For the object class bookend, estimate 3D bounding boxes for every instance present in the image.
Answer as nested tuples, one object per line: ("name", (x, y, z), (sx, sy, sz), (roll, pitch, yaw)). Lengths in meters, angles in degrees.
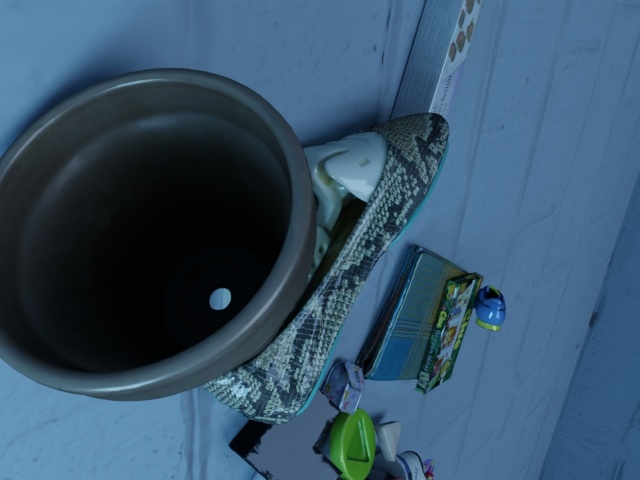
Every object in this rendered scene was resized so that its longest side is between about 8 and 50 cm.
("bookend", (-0.024, 0.300, 0.832), (0.156, 0.072, 0.157), (47, 67, -16))

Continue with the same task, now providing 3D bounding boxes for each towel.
("towel", (0.217, 0.167, 1.158), (0.370, 0.040, 0.271), (21, 94, -56))

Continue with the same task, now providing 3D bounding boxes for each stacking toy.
("stacking toy", (0.047, 0.478, 1.085), (0.309, 0.130, 0.279), (32, 56, -51))

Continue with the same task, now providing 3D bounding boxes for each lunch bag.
("lunch bag", (0.044, 0.257, 0.974), (0.071, 0.053, 0.083), (41, 67, -54))

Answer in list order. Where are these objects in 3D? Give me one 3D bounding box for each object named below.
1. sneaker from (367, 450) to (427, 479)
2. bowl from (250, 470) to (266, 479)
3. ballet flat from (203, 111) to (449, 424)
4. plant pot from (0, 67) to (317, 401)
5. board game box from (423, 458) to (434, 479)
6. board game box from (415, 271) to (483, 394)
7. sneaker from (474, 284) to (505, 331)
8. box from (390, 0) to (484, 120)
("sneaker", (0.175, 0.622, 1.280), (0.182, 0.127, 0.315), (4, 104, -50))
("bowl", (-0.067, 0.402, 0.913), (0.142, 0.053, 0.142), (-59, 144, -9))
("ballet flat", (0.000, 0.000, 0.708), (0.182, 0.164, 0.482), (34, 83, -33))
("plant pot", (-0.121, 0.019, 0.500), (0.263, 0.263, 0.229), (-56, 161, -14))
("board game box", (0.283, 0.692, 1.536), (0.133, 0.033, 0.168), (32, 84, -54))
("board game box", (0.281, 0.200, 1.205), (0.136, 0.030, 0.259), (-10, 118, -54))
("sneaker", (0.387, 0.134, 1.260), (0.209, 0.069, 0.082), (-43, 146, -74))
("box", (0.174, -0.266, 0.836), (0.063, 0.067, 0.324), (2, 106, -52))
